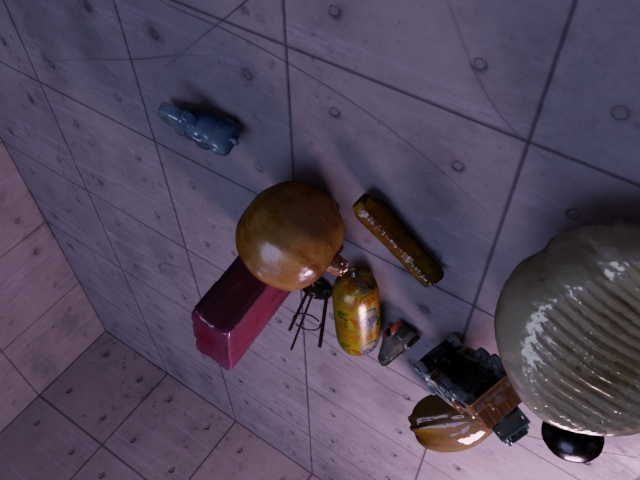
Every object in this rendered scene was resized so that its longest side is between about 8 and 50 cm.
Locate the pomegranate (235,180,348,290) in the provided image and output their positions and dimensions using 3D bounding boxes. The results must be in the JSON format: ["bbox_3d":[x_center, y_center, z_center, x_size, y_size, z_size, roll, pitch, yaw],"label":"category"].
[{"bbox_3d":[-0.053,-0.003,1.433,0.270,0.252,0.229,41,129,4],"label":"pomegranate"}]

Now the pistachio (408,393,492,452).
[{"bbox_3d":[0.375,0.489,1.681,0.261,0.162,0.213,-15,160,33],"label":"pistachio"}]

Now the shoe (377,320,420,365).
[{"bbox_3d":[0.197,0.278,1.687,0.077,0.074,0.194,49,148,9],"label":"shoe"}]

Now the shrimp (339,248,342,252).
[{"bbox_3d":[0.000,0.000,1.588,0.127,0.025,0.091,15,142,32],"label":"shrimp"}]

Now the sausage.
[{"bbox_3d":[0.096,0.195,1.632,0.123,0.123,0.347,24,145,26],"label":"sausage"}]

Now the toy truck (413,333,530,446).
[{"bbox_3d":[0.348,0.346,1.454,0.184,0.133,0.338,55,171,-12],"label":"toy truck"}]

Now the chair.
[{"bbox_3d":[-0.023,0.194,1.713,0.095,0.221,0.104,10,141,5],"label":"chair"}]

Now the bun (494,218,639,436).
[{"bbox_3d":[0.464,0.136,1.022,0.365,0.219,0.365,4,114,9],"label":"bun"}]

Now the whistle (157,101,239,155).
[{"bbox_3d":[-0.296,-0.273,1.506,0.269,0.093,0.180,21,169,33],"label":"whistle"}]

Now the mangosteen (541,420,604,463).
[{"bbox_3d":[0.577,0.428,1.415,0.137,0.137,0.151,11,104,40],"label":"mangosteen"}]

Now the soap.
[{"bbox_3d":[-0.183,0.137,1.641,0.128,0.359,0.233,30,148,13],"label":"soap"}]

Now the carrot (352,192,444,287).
[{"bbox_3d":[0.171,0.003,1.358,0.260,0.070,0.070,47,149,-11],"label":"carrot"}]
